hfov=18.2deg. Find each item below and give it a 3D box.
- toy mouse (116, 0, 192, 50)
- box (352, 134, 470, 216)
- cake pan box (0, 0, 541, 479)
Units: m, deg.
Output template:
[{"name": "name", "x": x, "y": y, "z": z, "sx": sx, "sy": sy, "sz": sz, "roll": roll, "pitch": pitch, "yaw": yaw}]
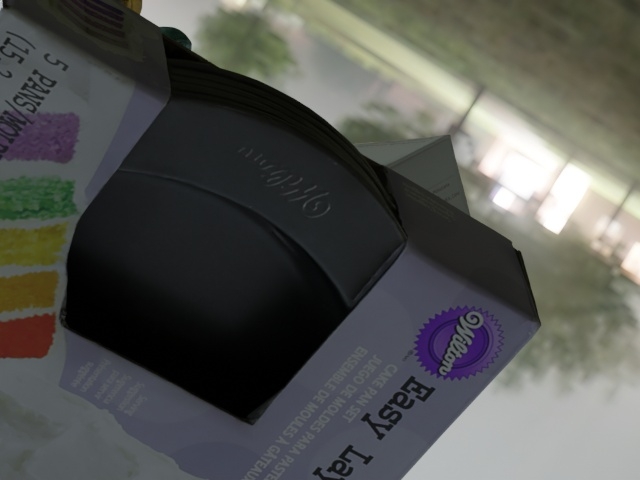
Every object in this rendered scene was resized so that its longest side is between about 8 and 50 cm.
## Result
[{"name": "toy mouse", "x": -0.111, "y": -0.061, "z": 0.831, "sx": 0.031, "sy": 0.161, "sz": 0.143, "roll": 54, "pitch": 164, "yaw": 23}, {"name": "box", "x": 0.000, "y": 0.000, "z": 1.605, "sx": 0.181, "sy": 0.119, "sz": 0.182, "roll": -2, "pitch": -162, "yaw": 43}, {"name": "cake pan box", "x": -0.084, "y": 0.046, "z": 0.773, "sx": 0.246, "sy": 0.267, "sz": 0.070, "roll": 31, "pitch": -156, "yaw": -25}]
